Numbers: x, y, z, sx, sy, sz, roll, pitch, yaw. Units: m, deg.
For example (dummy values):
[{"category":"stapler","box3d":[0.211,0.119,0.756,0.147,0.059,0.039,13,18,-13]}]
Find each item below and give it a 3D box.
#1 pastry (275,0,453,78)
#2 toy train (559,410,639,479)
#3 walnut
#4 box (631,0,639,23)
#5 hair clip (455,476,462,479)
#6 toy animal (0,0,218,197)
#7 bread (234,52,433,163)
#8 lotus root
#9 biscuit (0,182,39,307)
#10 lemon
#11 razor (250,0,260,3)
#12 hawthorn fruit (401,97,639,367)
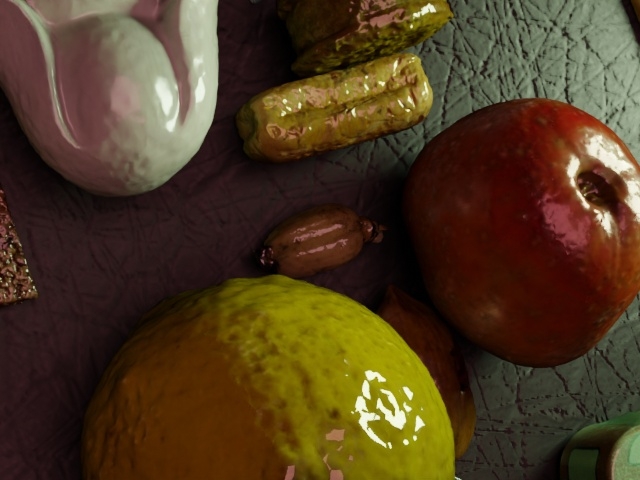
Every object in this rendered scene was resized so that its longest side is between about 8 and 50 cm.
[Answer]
[{"category":"pastry","box3d":[0.044,-0.246,1.430,0.189,0.189,0.103,-20,87,-19]},{"category":"toy train","box3d":[0.417,0.272,1.520,0.326,0.129,0.159,2,81,-18]},{"category":"walnut","box3d":[0.104,0.147,1.448,0.116,0.116,0.207,-15,82,-19]},{"category":"box","box3d":[0.433,-0.246,1.636,0.073,0.020,0.149,-21,91,-20]},{"category":"hair clip","box3d":[0.198,0.292,1.495,0.115,0.039,0.030,18,84,-17]},{"category":"toy animal","box3d":[-0.218,-0.173,1.326,0.272,0.206,0.265,-8,83,-21]},{"category":"bread","box3d":[0.015,-0.138,1.445,0.211,0.114,0.083,-16,92,-16]},{"category":"lotus root","box3d":[0.000,0.000,1.449,0.152,0.063,0.072,-13,61,-12]},{"category":"biscuit","box3d":[-0.343,-0.028,1.358,0.064,0.034,0.199,-17,89,-19]},{"category":"lemon","box3d":[-0.055,0.200,1.272,0.350,0.350,0.387,-19,59,-19]},{"category":"razor","box3d":[-0.012,-0.295,1.489,0.135,0.068,0.040,-13,91,-30]},{"category":"hawthorn fruit","box3d":[0.217,-0.011,1.423,0.284,0.284,0.284,2,84,-17]}]
